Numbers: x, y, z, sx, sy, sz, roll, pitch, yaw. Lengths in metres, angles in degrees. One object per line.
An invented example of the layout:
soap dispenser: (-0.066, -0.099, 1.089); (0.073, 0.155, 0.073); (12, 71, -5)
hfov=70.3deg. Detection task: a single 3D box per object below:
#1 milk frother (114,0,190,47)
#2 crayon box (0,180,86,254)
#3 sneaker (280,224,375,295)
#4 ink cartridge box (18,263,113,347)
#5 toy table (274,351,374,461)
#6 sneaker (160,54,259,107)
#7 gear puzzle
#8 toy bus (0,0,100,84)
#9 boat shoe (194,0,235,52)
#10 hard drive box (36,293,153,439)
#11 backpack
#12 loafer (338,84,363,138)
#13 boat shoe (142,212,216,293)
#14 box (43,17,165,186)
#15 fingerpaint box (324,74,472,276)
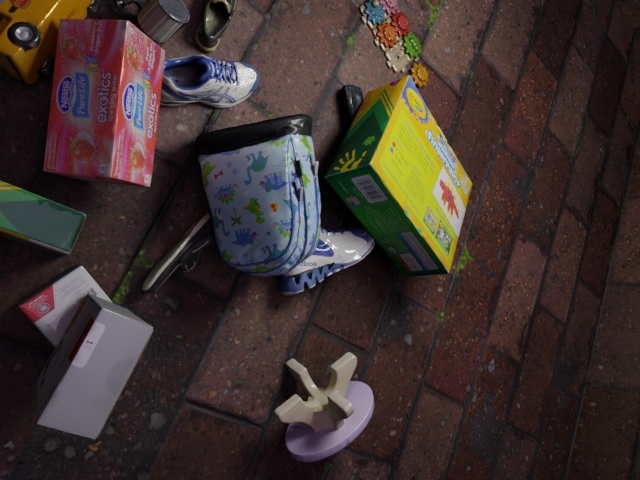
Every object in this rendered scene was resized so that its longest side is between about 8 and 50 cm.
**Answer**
milk frother: (-0.381, -0.515, 1.016); (0.143, 0.134, 0.129); (48, 34, -25)
crayon box: (-0.606, -0.067, 0.808); (0.323, 0.203, 0.083); (25, 74, -30)
sneaker: (-0.001, 0.001, 1.247); (0.315, 0.127, 0.182); (-29, 106, -29)
ink cartridge box: (-0.488, 0.155, 0.920); (0.128, 0.127, 0.176); (-40, 109, -27)
toy table: (0.010, 0.421, 1.188); (0.274, 0.252, 0.161); (-39, 125, -37)
sneaker: (-0.263, -0.385, 1.093); (0.296, 0.131, 0.112); (-22, 98, -33)
gear puzzle: (0.266, -0.653, 1.501); (0.175, 0.044, 0.339); (-46, 111, -26)
toy bus: (-0.547, -0.484, 0.908); (0.130, 0.108, 0.333); (28, 72, -9)
boat shoe: (-0.252, -0.582, 1.141); (0.080, 0.073, 0.224); (22, 76, -31)
hard drive box: (-0.387, 0.197, 0.770); (0.089, 0.232, 0.181); (32, 73, -28)
backpack: (-0.134, -0.093, 1.074); (0.273, 0.290, 0.356); (-67, 148, -68)
loafer: (0.111, -0.357, 1.366); (0.078, 0.076, 0.223); (-8, 88, -26)
boat shoe: (-0.316, 0.039, 1.065); (0.079, 0.084, 0.233); (50, 61, -21)
box: (-0.432, -0.269, 0.919); (0.154, 0.142, 0.300); (7, 90, 10)
fingerpaint box: (0.251, -0.174, 1.329); (0.445, 0.163, 0.371); (47, 52, -32)
